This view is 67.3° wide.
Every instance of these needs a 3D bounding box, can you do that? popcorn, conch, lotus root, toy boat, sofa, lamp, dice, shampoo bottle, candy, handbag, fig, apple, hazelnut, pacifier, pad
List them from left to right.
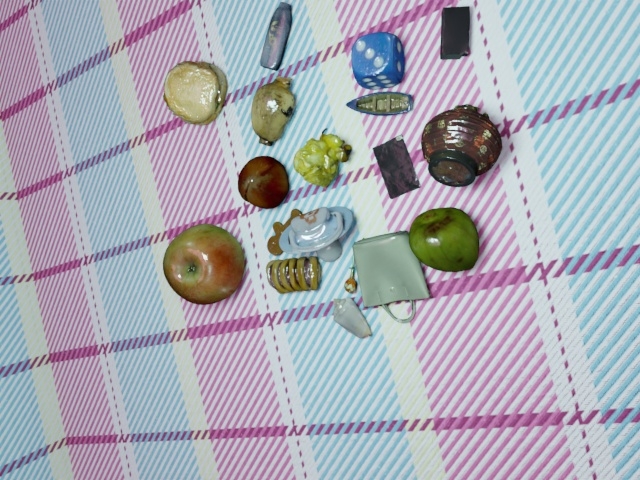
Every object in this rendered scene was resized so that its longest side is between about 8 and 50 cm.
[{"bbox_3d":[-0.453,0.095,1.855,0.319,0.277,0.319,2,95,25],"label":"apple"},{"bbox_3d":[-0.216,-0.212,1.752,0.208,0.208,0.208,2,95,27],"label":"hazelnut"},{"bbox_3d":[-0.174,-0.472,1.749,0.154,0.140,0.256,25,111,30],"label":"lotus root"},{"bbox_3d":[-0.159,-0.750,1.769,0.087,0.049,0.233,23,104,22],"label":"shampoo bottle"},{"bbox_3d":[-0.001,-0.289,1.661,0.195,0.168,0.173,-56,33,8],"label":"popcorn"},{"bbox_3d":[0.000,0.000,1.683,0.279,0.227,0.207,-21,128,10],"label":"pacifier"},{"bbox_3d":[0.107,0.273,1.704,0.176,0.094,0.104,41,98,-9],"label":"conch"},{"bbox_3d":[0.113,0.096,1.697,0.055,0.049,0.184,-176,90,-71],"label":"candy"},{"bbox_3d":[0.188,-0.579,1.553,0.146,0.143,0.146,-1,90,28],"label":"dice"},{"bbox_3d":[0.197,-0.455,1.610,0.229,0.046,0.080,5,97,27],"label":"toy boat"},{"bbox_3d":[0.233,0.133,1.605,0.241,0.109,0.315,-13,91,28],"label":"handbag"},{"bbox_3d":[0.255,-0.247,1.619,0.116,0.004,0.193,-21,85,28],"label":"pad"},{"bbox_3d":[0.385,0.012,1.478,0.203,0.203,0.225,-28,113,26],"label":"fig"},{"bbox_3d":[0.415,-0.638,1.486,0.085,0.060,0.147,1,94,10],"label":"sofa"},{"bbox_3d":[0.415,-0.286,1.417,0.247,0.247,0.247,2,95,27],"label":"lamp"}]

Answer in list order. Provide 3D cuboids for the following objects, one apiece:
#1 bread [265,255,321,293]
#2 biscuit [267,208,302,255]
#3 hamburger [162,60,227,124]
[{"bbox_3d":[-0.101,0.129,1.786,0.225,0.081,0.134,-10,90,27],"label":"bread"},{"bbox_3d":[-0.124,-0.021,1.813,0.205,0.031,0.138,-43,81,21],"label":"biscuit"},{"bbox_3d":[-0.499,-0.577,1.908,0.286,0.146,0.243,-32,86,19],"label":"hamburger"}]
